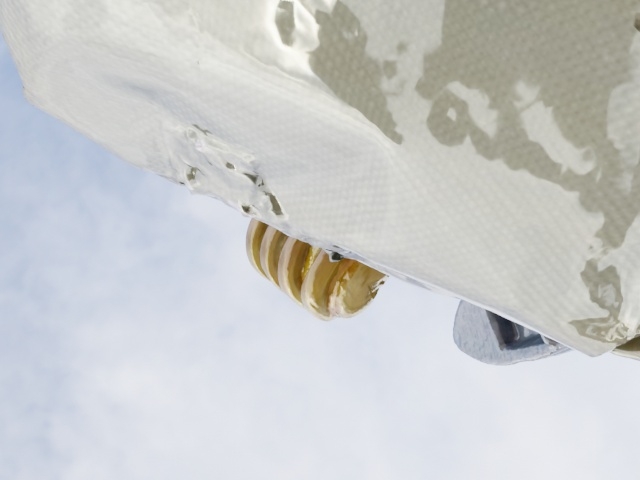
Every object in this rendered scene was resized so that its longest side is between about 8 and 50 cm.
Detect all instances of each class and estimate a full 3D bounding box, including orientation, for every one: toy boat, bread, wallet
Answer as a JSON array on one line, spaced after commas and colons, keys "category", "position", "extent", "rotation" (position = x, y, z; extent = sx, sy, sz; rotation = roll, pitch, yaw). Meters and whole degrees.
[{"category": "toy boat", "position": [0.227, 0.043, 1.190], "extent": [0.078, 0.283, 0.127], "rotation": [-8, -111, -36]}, {"category": "bread", "position": [0.000, 0.000, 1.127], "extent": [0.084, 0.177, 0.119], "rotation": [34, -89, -34]}, {"category": "wallet", "position": [0.032, -0.077, 0.355], "extent": [0.335, 0.275, 0.068], "rotation": [20, -128, 8]}]
